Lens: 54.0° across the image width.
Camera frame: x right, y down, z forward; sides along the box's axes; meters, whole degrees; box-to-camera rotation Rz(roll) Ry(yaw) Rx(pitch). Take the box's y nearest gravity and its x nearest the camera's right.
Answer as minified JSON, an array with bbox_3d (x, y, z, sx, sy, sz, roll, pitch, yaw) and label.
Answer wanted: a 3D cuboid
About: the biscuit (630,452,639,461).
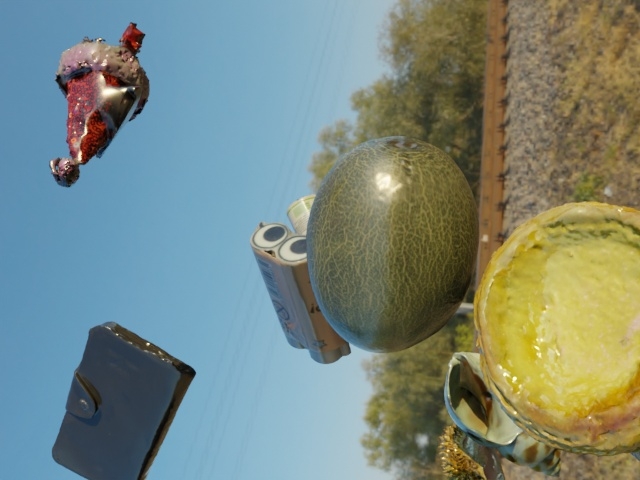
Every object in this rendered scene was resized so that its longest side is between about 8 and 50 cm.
[{"bbox_3d":[0.374,0.202,0.892,0.054,0.379,0.094,-47,-26,7],"label":"biscuit"}]

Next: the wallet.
[{"bbox_3d":[-0.361,0.307,1.123,0.378,0.197,0.051,-61,-1,29],"label":"wallet"}]

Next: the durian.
[{"bbox_3d":[0.380,0.571,1.599,0.183,0.137,0.250,64,-166,-13],"label":"durian"}]

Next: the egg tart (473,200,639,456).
[{"bbox_3d":[0.319,0.101,0.733,0.123,0.293,0.294,24,-112,-44],"label":"egg tart"}]

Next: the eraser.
[{"bbox_3d":[-0.040,0.108,1.235,0.087,0.171,0.291,-40,-44,-27],"label":"eraser"}]

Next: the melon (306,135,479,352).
[{"bbox_3d":[0.098,0.010,0.880,0.237,0.237,0.302,-60,-23,-65],"label":"melon"}]

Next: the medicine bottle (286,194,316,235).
[{"bbox_3d":[0.000,0.000,1.318,0.184,0.086,0.086,63,180,22],"label":"medicine bottle"}]

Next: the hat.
[{"bbox_3d":[-0.294,-0.163,0.822,0.129,0.140,0.228,45,-143,-42],"label":"hat"}]

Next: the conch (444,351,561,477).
[{"bbox_3d":[0.447,0.419,1.504,0.249,0.368,0.197,-35,-22,-27],"label":"conch"}]
